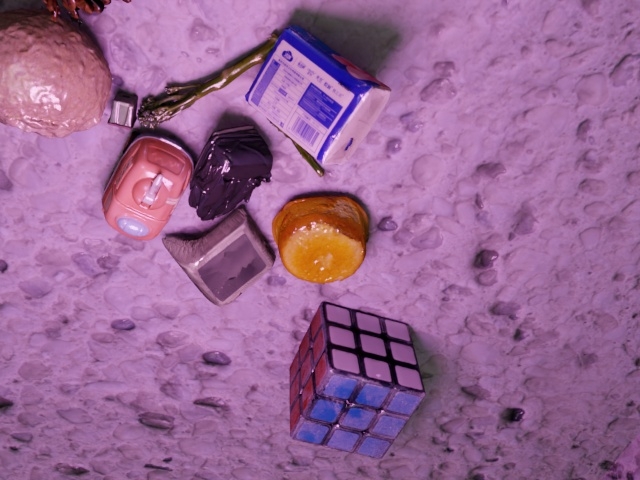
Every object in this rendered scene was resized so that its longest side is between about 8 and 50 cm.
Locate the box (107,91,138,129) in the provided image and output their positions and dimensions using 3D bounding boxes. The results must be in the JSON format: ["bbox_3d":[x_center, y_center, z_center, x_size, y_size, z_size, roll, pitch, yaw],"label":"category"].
[{"bbox_3d":[-0.462,-0.307,1.597,0.060,0.085,0.063,14,117,-13],"label":"box"}]

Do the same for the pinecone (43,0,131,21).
[{"bbox_3d":[-0.475,-0.563,1.347,0.272,0.224,0.224,-23,126,-18],"label":"pinecone"}]

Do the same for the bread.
[{"bbox_3d":[0.000,0.000,1.803,0.268,0.146,0.269,-1,128,-1],"label":"bread"}]

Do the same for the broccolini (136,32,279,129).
[{"bbox_3d":[-0.263,-0.381,1.587,0.392,0.079,0.074,-31,111,8],"label":"broccolini"}]

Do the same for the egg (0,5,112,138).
[{"bbox_3d":[-0.601,-0.355,1.446,0.310,0.279,0.279,17,123,-32],"label":"egg"}]

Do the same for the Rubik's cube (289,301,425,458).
[{"bbox_3d":[0.094,0.411,1.995,0.300,0.304,0.305,17,123,-16],"label":"Rubik's cube"}]

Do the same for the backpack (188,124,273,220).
[{"bbox_3d":[-0.229,-0.150,1.668,0.206,0.133,0.258,-15,153,-45],"label":"backpack"}]

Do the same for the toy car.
[{"bbox_3d":[-0.424,-0.116,1.650,0.180,0.212,0.271,26,119,-20],"label":"toy car"}]

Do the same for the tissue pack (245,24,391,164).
[{"bbox_3d":[-0.007,-0.319,1.504,0.209,0.269,0.137,-56,157,16],"label":"tissue pack"}]

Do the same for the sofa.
[{"bbox_3d":[-0.267,0.032,1.832,0.225,0.176,0.210,-42,131,-10],"label":"sofa"}]

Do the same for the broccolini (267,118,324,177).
[{"bbox_3d":[-0.061,-0.244,1.692,0.051,0.054,0.239,-35,123,2],"label":"broccolini"}]
